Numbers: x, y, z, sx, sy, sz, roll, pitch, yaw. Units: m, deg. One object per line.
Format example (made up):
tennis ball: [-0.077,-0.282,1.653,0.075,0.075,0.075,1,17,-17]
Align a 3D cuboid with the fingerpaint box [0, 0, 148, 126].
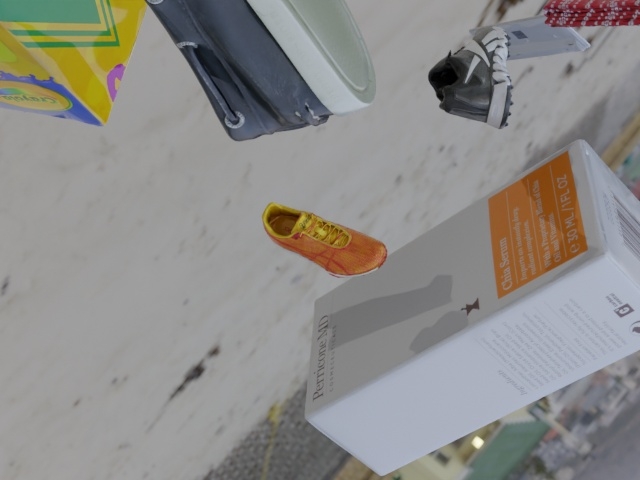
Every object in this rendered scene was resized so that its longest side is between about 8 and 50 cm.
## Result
fingerpaint box: [-0.435,-0.278,0.964,0.371,0.445,0.163,52,51,-64]

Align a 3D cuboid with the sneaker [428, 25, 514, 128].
sneaker: [0.197,-0.229,1.436,0.234,0.106,0.078,-81,178,-54]

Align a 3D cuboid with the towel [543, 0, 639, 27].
towel: [0.344,-0.273,0.975,0.198,0.031,0.275,-53,-149,-13]

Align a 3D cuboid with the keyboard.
keyboard: [0.297,-0.293,1.565,0.014,0.072,0.256,-50,-162,-8]

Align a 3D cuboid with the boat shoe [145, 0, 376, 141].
boat shoe: [-0.101,-0.193,0.621,0.113,0.340,0.127,-25,-146,25]

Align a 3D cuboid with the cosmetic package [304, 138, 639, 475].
cosmetic package: [0.201,0.094,1.393,0.453,0.161,0.230,-34,-149,28]

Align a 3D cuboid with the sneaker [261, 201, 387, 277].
sneaker: [0.000,0.000,1.344,0.064,0.175,0.067,-65,153,-21]
